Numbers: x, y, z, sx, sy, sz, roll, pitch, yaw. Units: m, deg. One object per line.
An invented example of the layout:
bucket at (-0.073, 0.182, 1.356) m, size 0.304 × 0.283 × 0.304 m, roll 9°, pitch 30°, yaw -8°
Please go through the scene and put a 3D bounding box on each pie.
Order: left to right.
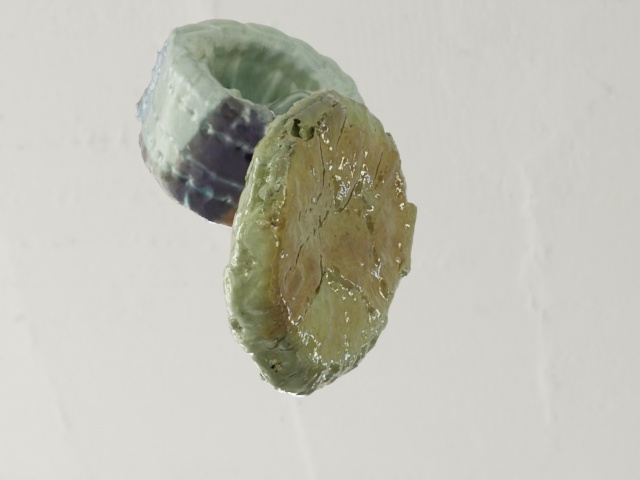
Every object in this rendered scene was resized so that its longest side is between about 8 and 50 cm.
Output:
pie at (0.000, 0.000, 1.380) m, size 0.071 × 0.306 × 0.306 m, roll 3°, pitch -36°, yaw 29°

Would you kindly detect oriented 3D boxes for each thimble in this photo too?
thimble at (-0.080, -0.127, 1.555) m, size 0.237 × 0.237 × 0.150 m, roll 20°, pitch -56°, yaw -13°
